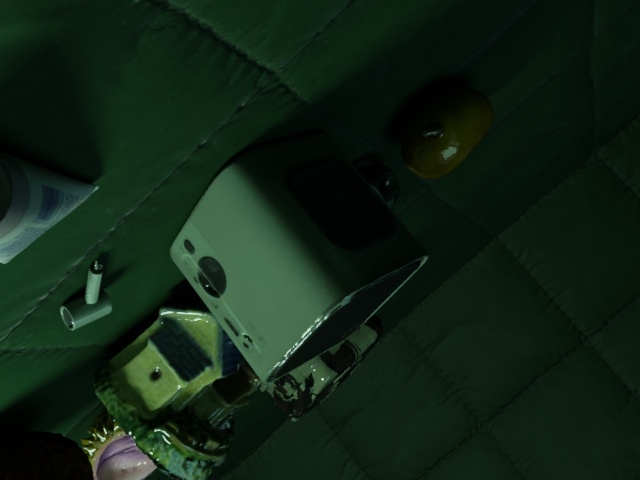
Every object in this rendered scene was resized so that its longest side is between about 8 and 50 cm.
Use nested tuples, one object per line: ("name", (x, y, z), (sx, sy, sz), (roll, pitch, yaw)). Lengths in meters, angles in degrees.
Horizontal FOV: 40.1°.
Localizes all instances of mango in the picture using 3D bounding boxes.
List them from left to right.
("mango", (0.230, -0.191, 1.557), (0.176, 0.119, 0.317), (-55, 165, 25))

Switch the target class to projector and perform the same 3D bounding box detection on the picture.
("projector", (-0.034, 0.021, 1.276), (0.248, 0.249, 0.248), (-22, 159, -50))

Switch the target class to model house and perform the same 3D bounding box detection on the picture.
("model house", (-0.184, 0.226, 1.501), (0.266, 0.261, 0.321), (-43, 171, 4))

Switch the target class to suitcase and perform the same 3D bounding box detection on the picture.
("suitcase", (0.011, 0.271, 2.248), (0.339, 0.194, 0.351), (-38, 168, -32))

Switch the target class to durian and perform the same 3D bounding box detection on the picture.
("durian", (-0.422, 0.422, 1.803), (0.191, 0.112, 0.341), (-28, 155, -8))

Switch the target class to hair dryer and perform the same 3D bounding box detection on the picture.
("hair dryer", (-0.307, 0.067, 1.167), (0.063, 0.038, 0.124), (-28, 156, -37))

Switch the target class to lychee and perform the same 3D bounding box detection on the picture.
("lychee", (-0.484, 0.423, 1.387), (0.260, 0.260, 0.260), (-37, 165, -11))

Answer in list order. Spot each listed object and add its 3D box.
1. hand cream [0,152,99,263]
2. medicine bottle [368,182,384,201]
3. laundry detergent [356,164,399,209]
("hand cream", (-0.293, -0.032, 0.849), (0.133, 0.083, 0.248), (-38, 176, -6))
("medicine bottle", (0.000, 0.000, 1.469), (0.079, 0.124, 0.258), (23, 138, -35))
("laundry detergent", (0.071, -0.083, 1.570), (0.144, 0.078, 0.222), (-42, 163, 3))
